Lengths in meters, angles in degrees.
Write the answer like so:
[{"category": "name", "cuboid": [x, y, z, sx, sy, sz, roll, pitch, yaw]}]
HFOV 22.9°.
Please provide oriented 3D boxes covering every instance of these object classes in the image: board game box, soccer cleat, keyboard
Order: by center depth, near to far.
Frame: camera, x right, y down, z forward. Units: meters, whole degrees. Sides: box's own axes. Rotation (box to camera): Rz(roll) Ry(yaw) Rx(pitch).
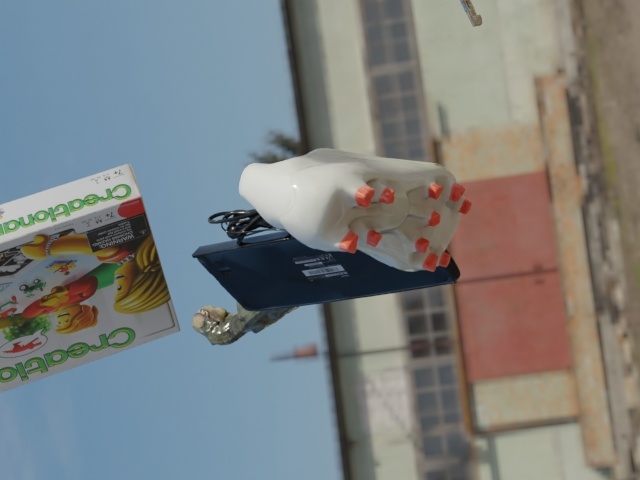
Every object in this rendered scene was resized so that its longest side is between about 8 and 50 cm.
[{"category": "soccer cleat", "cuboid": [0.026, -0.023, 0.913, 0.196, 0.076, 0.068, 7, -75, -63]}, {"category": "keyboard", "cuboid": [0.000, 0.000, 1.093, 0.100, 0.192, 0.038, 50, -135, -35]}, {"category": "board game box", "cuboid": [-0.293, 0.056, 1.431, 0.193, 0.305, 0.053, 80, 169, -49]}]

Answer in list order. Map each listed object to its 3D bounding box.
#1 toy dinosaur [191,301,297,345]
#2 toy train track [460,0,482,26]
[{"category": "toy dinosaur", "cuboid": [-0.023, 0.033, 1.540, 0.064, 0.268, 0.118, 46, -131, -8]}, {"category": "toy train track", "cuboid": [0.139, -0.248, 1.543, 0.014, 0.048, 0.083, -44, 64, 51]}]
